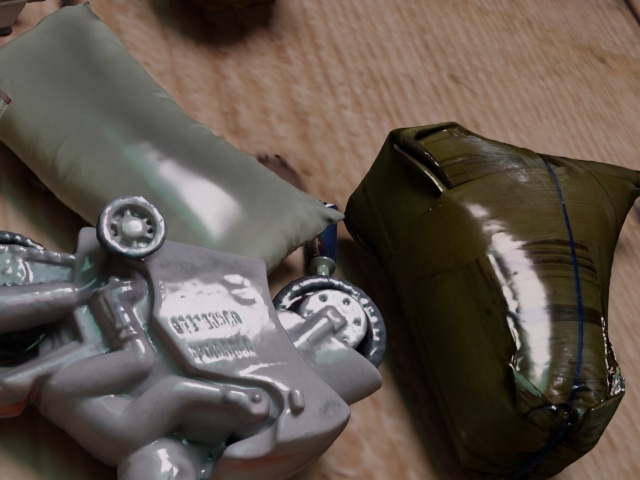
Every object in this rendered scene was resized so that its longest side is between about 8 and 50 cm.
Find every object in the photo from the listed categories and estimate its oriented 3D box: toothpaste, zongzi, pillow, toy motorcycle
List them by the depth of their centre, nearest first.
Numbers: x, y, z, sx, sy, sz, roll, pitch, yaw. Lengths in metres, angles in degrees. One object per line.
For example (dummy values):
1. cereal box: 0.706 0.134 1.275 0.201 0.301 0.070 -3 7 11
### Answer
1. toy motorcycle: -0.087 0.077 0.824 0.260 0.110 0.170 8 59 -14
2. pillow: -0.113 -0.055 0.974 0.254 0.078 0.144 39 43 13
3. zongzi: 0.179 0.041 1.021 0.289 0.123 0.260 4 48 -34
4. toothpaste: 0.000 0.000 1.033 0.027 0.019 0.083 -2 40 0

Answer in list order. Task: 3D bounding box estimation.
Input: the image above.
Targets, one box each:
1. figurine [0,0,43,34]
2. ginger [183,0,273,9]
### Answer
1. figurine: -0.283 -0.256 1.052 0.237 0.141 0.162 41 34 17
2. ginger: -0.044 -0.337 1.273 0.254 0.176 0.418 6 37 -18
